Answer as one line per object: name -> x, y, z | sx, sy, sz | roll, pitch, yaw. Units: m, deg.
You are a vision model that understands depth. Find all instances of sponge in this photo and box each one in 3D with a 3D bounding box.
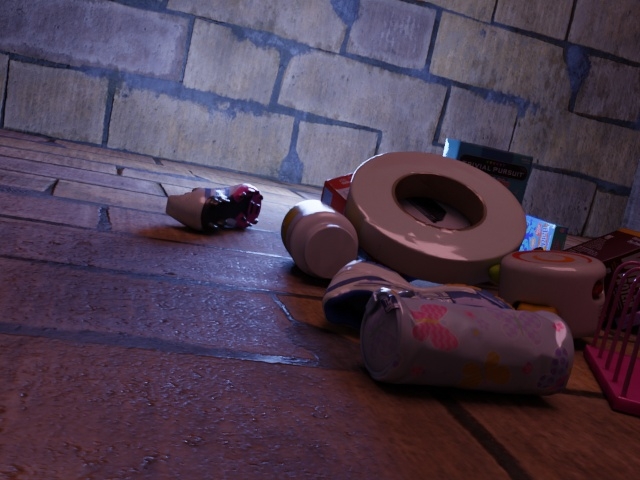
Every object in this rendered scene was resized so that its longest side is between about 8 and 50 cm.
sponge -> 0.715, 0.151, 1.619 | 0.117, 0.031, 0.210 | -22, -2, 18

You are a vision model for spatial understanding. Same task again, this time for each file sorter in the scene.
file sorter -> 0.537, 0.148, 1.073 | 0.202, 0.182, 0.290 | 14, 9, 11

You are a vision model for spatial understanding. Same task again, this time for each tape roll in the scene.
tape roll -> 0.244, -0.059, 1.541 | 0.392, 0.072, 0.392 | 8, 38, -7

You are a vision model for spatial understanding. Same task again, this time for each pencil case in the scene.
pencil case -> 0.187, 0.132, 0.923 | 0.273, 0.113, 0.124 | 10, 29, -18

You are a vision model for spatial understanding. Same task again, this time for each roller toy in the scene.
roller toy -> 0.429, 0.104, 1.339 | 0.191, 0.146, 0.209 | -1, 9, -9

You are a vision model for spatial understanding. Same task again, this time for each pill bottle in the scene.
pill bottle -> 0.000, 0.000, 1.455 | 0.136, 0.136, 0.246 | 10, 9, -12

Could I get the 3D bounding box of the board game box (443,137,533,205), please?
board game box -> 0.443, -0.098, 2.039 | 0.253, 0.336, 0.079 | 8, 10, -24

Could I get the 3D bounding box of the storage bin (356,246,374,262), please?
storage bin -> 0.052, -0.006, 1.748 | 0.122, 0.084, 0.180 | 7, 10, -26

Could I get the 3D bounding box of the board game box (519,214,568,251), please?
board game box -> 0.673, 0.016, 2.205 | 0.047, 0.160, 0.210 | 10, 8, -11

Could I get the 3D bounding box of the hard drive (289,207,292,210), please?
hard drive -> 0.028, -0.039, 2.072 | 0.210, 0.040, 0.319 | 10, 9, -11

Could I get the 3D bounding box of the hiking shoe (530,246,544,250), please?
hiking shoe -> 0.518, 0.095, 1.783 | 0.086, 0.114, 0.227 | -24, -14, 0

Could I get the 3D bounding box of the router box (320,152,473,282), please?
router box -> 0.220, -0.062, 1.661 | 0.335, 0.082, 0.301 | -18, 47, -33

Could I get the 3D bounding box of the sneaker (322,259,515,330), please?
sneaker -> 0.143, 0.123, 1.055 | 0.296, 0.112, 0.131 | 12, 25, 19

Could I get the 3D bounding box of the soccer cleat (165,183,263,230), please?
soccer cleat -> -0.256, -0.092, 1.773 | 0.143, 0.116, 0.331 | 15, 9, 18

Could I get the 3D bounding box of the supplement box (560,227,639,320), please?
supplement box -> 0.651, 0.074, 1.613 | 0.194, 0.129, 0.191 | -21, 8, 1
